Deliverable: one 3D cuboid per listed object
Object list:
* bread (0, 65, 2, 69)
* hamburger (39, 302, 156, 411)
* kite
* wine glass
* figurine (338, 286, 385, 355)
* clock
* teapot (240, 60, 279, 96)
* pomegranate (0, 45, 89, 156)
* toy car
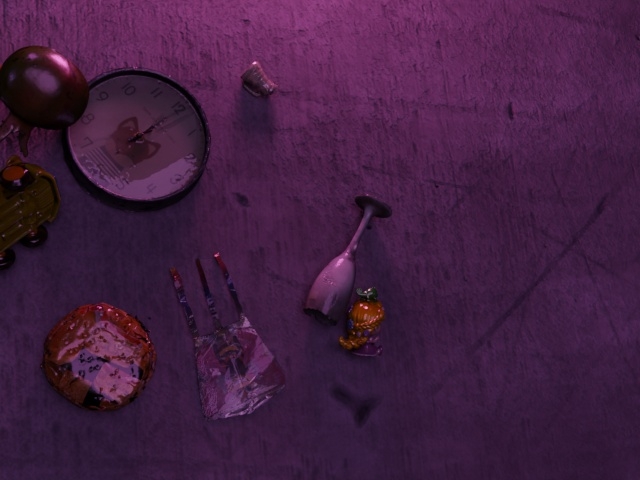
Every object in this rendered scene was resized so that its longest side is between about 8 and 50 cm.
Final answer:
[{"bbox_3d":[-0.717,-0.322,1.643,0.134,0.129,0.260,20,72,-20],"label":"bread"},{"bbox_3d":[-0.445,0.236,1.632,0.230,0.107,0.231,3,77,-12],"label":"hamburger"},{"bbox_3d":[-0.218,0.211,1.765,0.204,0.022,0.361,-22,87,-24],"label":"kite"},{"bbox_3d":[0.000,0.000,1.831,0.264,0.096,0.310,36,69,-24],"label":"wine glass"},{"bbox_3d":[0.091,0.183,1.837,0.114,0.094,0.156,6,93,-40],"label":"figurine"},{"bbox_3d":[-0.402,-0.226,1.771,0.324,0.067,0.325,4,76,-19],"label":"clock"},{"bbox_3d":[-0.146,-0.376,1.910,0.083,0.057,0.067,43,105,-10],"label":"teapot"},{"bbox_3d":[-0.576,-0.280,1.623,0.181,0.181,0.224,31,97,-11],"label":"pomegranate"},{"bbox_3d":[-0.646,-0.064,1.590,0.142,0.200,0.248,32,51,22],"label":"toy car"}]
